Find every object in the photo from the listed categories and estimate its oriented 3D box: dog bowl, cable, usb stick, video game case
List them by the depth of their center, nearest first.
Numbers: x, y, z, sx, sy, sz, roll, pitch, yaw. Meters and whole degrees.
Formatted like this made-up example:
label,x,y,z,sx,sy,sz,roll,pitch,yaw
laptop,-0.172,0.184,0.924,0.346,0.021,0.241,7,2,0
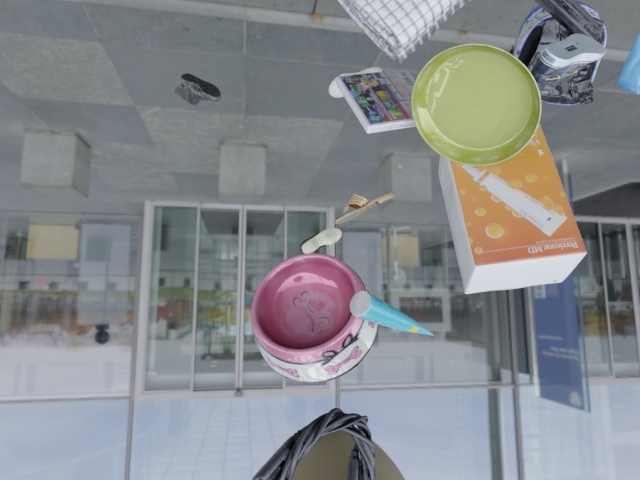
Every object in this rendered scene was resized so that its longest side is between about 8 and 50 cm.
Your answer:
label,x,y,z,sx,sy,sz,roll,pitch,yaw
cable,0.007,0.303,0.559,0.184,0.151,0.047,-42,-169,-20
usb stick,0.469,-0.496,0.898,0.278,0.045,0.077,24,-154,-24
video game case,0.153,-0.320,1.001,0.183,0.201,0.023,-12,143,-14
dog bowl,-0.030,0.215,1.360,0.407,0.408,0.150,-2,145,16

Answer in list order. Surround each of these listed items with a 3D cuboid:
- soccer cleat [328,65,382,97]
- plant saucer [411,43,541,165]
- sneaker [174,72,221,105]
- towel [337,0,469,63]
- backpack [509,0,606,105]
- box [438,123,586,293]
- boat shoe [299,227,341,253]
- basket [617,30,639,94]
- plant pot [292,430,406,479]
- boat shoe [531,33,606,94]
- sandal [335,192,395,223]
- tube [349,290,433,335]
label,x,y,z,sx,sy,sz,roll,pitch,yaw
soccer cleat,0.101,-0.483,1.365,0.196,0.076,0.068,-7,132,36
plant saucer,0.292,-0.255,0.840,0.241,0.241,0.037,-9,-149,46
sneaker,-0.378,-0.452,1.364,0.170,0.051,0.089,31,145,8
towel,0.125,-0.479,0.739,0.235,0.284,0.121,-41,175,7
backpack,0.688,-0.552,1.294,0.276,0.213,0.263,5,145,5
box,0.406,-0.078,0.997,0.214,0.346,0.168,-8,153,7
boat shoe,-0.001,-0.002,1.291,0.133,0.049,0.042,-26,-167,-16
basket,0.449,-0.327,0.480,0.254,0.201,0.289,-31,143,-25
plant pot,0.029,0.436,0.743,0.284,0.284,0.191,-1,-152,4
boat shoe,0.462,-0.337,0.847,0.183,0.065,0.083,-21,156,-28
sandal,0.148,-0.140,1.617,0.240,0.079,0.088,-23,169,-6
tube,0.147,0.159,0.915,0.207,0.052,0.080,28,174,-37
